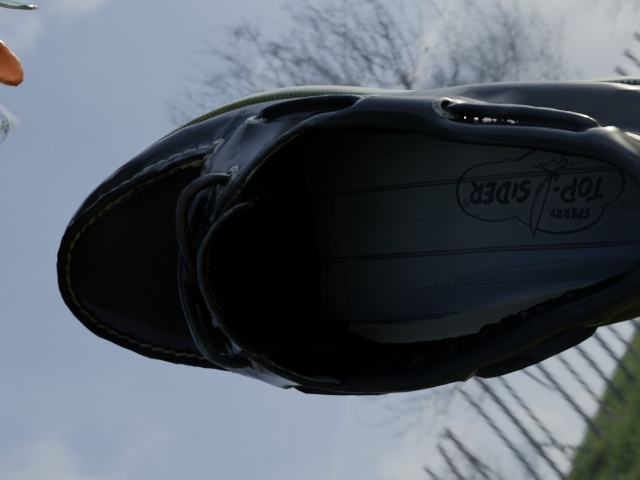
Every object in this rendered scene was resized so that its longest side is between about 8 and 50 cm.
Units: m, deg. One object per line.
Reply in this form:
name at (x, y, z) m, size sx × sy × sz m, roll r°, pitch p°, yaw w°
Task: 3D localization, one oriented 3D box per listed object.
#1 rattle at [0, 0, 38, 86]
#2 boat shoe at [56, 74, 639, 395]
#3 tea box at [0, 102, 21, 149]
rattle at (-0.273, -0.155, 0.677) m, size 0.130 × 0.200 × 0.142 m, roll -51°, pitch -35°, yaw -31°
boat shoe at (0.001, 0.004, 0.482) m, size 0.113 × 0.340 × 0.127 m, roll -21°, pitch -72°, yaw -56°
tea box at (-0.325, 0.000, 0.495) m, size 0.329 × 0.220 × 0.323 m, roll -47°, pitch 11°, yaw 0°
